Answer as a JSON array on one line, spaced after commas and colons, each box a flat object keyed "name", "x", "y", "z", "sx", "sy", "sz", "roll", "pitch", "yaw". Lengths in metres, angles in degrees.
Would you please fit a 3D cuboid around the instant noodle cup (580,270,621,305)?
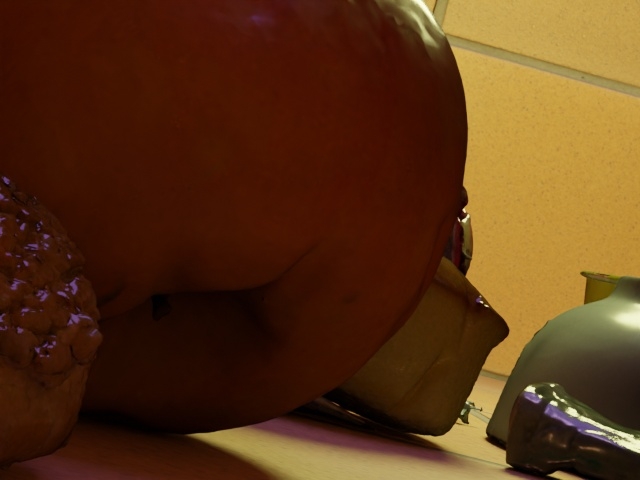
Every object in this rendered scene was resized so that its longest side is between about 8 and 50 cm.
[{"name": "instant noodle cup", "x": 0.403, "y": 0.157, "z": 1.647, "sx": 0.264, "sy": 0.200, "sz": 0.264, "roll": 14, "pitch": -2, "yaw": 0}]

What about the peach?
[{"name": "peach", "x": -0.094, "y": -0.064, "z": 0.796, "sx": 0.342, "sy": 0.302, "sz": 0.343, "roll": -5, "pitch": -32, "yaw": -3}]

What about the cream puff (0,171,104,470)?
[{"name": "cream puff", "x": -0.157, "y": 0.023, "z": 0.564, "sx": 0.165, "sy": 0.115, "sz": 0.150, "roll": 15, "pitch": 3, "yaw": 26}]

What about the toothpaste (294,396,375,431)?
[{"name": "toothpaste", "x": -0.073, "y": 0.094, "z": 1.069, "sx": 0.075, "sy": 0.048, "sz": 0.301, "roll": -12, "pitch": -26, "yaw": 34}]

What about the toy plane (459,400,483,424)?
[{"name": "toy plane", "x": 0.127, "y": 0.169, "z": 1.524, "sx": 0.083, "sy": 0.033, "sz": 0.080, "roll": 13, "pitch": 12, "yaw": 38}]

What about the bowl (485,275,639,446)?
[{"name": "bowl", "x": 0.347, "y": 0.143, "z": 1.376, "sx": 0.353, "sy": 0.185, "sz": 0.354, "roll": 14, "pitch": -1, "yaw": 0}]

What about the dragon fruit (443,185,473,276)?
[{"name": "dragon fruit", "x": -0.002, "y": -0.003, "z": 1.540, "sx": 0.329, "sy": 0.329, "sz": 0.329, "roll": 14, "pitch": -2, "yaw": 0}]

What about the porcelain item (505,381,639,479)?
[{"name": "porcelain item", "x": 0.255, "y": 0.170, "z": 1.119, "sx": 0.215, "sy": 0.069, "sz": 0.081, "roll": 14, "pitch": 8, "yaw": 30}]

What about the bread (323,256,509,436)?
[{"name": "bread", "x": 0.017, "y": 0.052, "z": 1.195, "sx": 0.269, "sy": 0.148, "sz": 0.270, "roll": 26, "pitch": -11, "yaw": 5}]
